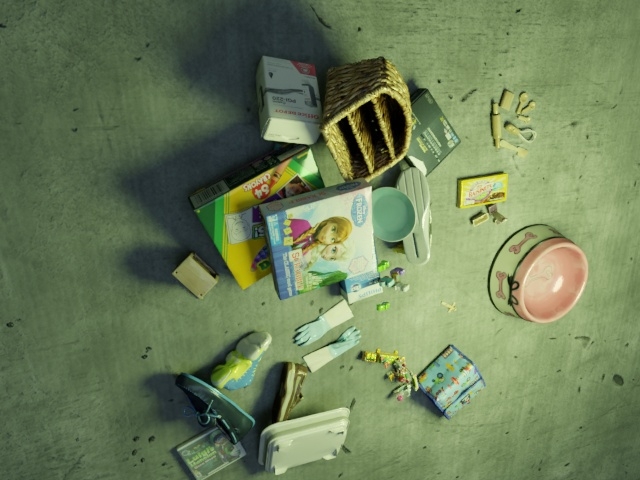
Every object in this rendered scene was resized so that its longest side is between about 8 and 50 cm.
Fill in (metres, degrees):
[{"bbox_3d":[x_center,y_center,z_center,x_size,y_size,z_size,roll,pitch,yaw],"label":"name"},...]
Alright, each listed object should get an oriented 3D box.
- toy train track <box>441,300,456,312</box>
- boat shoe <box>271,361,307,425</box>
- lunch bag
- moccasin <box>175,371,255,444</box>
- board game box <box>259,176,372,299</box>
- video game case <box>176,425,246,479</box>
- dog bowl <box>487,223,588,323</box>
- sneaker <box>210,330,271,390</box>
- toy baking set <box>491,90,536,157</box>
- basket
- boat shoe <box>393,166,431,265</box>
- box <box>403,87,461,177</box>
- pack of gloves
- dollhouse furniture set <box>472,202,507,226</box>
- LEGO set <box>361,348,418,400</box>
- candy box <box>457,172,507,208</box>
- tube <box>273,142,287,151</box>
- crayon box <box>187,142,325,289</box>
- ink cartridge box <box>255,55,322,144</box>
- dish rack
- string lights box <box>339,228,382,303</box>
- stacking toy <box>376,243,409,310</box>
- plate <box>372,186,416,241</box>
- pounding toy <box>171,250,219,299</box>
[{"bbox_3d":[0.507,0.260,1.788,0.083,0.014,0.048,27,96,-26],"label":"toy train track"},{"bbox_3d":[-0.102,0.557,1.601,0.095,0.095,0.257,11,102,-18],"label":"boat shoe"},{"bbox_3d":[0.554,0.607,1.874,0.221,0.138,0.293,-43,129,-5],"label":"lunch bag"},{"bbox_3d":[-0.346,0.557,1.475,0.342,0.138,0.117,48,61,-26],"label":"moccasin"},{"bbox_3d":[0.000,0.000,1.349,0.318,0.066,0.318,-17,129,-14],"label":"board game box"},{"bbox_3d":[-0.379,0.739,1.597,0.190,0.022,0.173,-26,114,-11],"label":"video game case"},{"bbox_3d":[0.887,0.149,1.823,0.408,0.150,0.408,-7,110,-19],"label":"dog bowl"},{"bbox_3d":[-0.247,0.408,1.519,0.240,0.091,0.126,-38,134,-6],"label":"sneaker"},{"bbox_3d":[0.700,-0.412,1.635,0.197,0.030,0.256,-15,112,-16],"label":"toy baking set"},{"bbox_3d":[0.144,-0.313,1.258,0.213,0.223,0.299,-4,150,18],"label":"basket"},{"bbox_3d":[0.315,-0.084,1.549,0.121,0.119,0.335,-2,103,15],"label":"boat shoe"},{"bbox_3d":[0.333,-0.350,1.498,0.183,0.059,0.232,-44,116,-2],"label":"box"},{"bbox_3d":[0.034,0.350,1.618,0.232,0.046,0.195,-31,116,-10],"label":"pack of gloves"},{"bbox_3d":[0.635,-0.062,1.692,0.114,0.081,0.091,-28,128,-1],"label":"dollhouse furniture set"},{"bbox_3d":[0.285,0.500,1.728,0.132,0.107,0.287,-41,117,-4],"label":"LEGO set"},{"bbox_3d":[0.596,-0.184,1.671,0.206,0.027,0.105,-11,108,-18],"label":"candy box"},{"bbox_3d":[-0.132,-0.190,1.380,0.080,0.052,0.207,9,109,-18],"label":"tube"},{"bbox_3d":[-0.150,-0.074,1.345,0.363,0.106,0.313,-30,127,-9],"label":"crayon box"},{"bbox_3d":[-0.087,-0.382,1.243,0.158,0.092,0.218,1,67,-22],"label":"ink cartridge box"},{"bbox_3d":[-0.051,0.738,1.645,0.333,0.072,0.285,-7,130,-20],"label":"dish rack"},{"bbox_3d":[0.122,0.071,1.543,0.133,0.077,0.259,-17,112,-15],"label":"string lights box"},{"bbox_3d":[0.243,0.125,1.566,0.221,0.052,0.167,-30,122,-49],"label":"stacking toy"},{"bbox_3d":[0.229,-0.088,1.500,0.024,0.188,0.188,-33,124,-54],"label":"plate"},{"bbox_3d":[-0.371,0.114,1.350,0.100,0.141,0.130,-45,102,-2],"label":"pounding toy"}]
